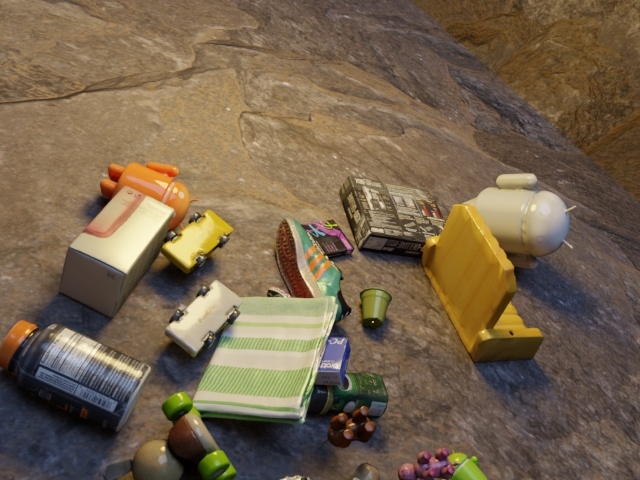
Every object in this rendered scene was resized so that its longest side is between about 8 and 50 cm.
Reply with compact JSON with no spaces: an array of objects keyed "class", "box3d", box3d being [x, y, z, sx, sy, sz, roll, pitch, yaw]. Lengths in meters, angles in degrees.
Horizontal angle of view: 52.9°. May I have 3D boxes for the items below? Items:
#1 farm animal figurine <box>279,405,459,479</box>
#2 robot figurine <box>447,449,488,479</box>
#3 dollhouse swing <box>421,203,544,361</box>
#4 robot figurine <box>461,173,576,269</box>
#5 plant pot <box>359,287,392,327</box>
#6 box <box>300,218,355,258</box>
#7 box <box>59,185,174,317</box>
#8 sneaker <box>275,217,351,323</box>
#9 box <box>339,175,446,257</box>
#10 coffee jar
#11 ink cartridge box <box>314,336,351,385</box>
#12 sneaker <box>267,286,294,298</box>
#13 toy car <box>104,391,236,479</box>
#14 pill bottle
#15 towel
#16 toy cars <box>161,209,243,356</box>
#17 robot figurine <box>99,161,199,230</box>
[{"class":"farm animal figurine","box3d":[0.097,0.495,1.178,0.330,0.172,0.327,41,54,14]},{"class":"robot figurine","box3d":[0.309,0.504,1.369,0.101,0.067,0.115,-29,66,-34]},{"class":"dollhouse swing","box3d":[0.475,0.094,1.726,0.315,0.305,0.347,3,45,-29]},{"class":"robot figurine","box3d":[0.605,-0.060,1.977,0.353,0.300,0.199,10,25,41]},{"class":"plant pot","box3d":[0.135,0.174,1.613,0.083,0.083,0.079,21,52,-12]},{"class":"box","box3d":[0.000,0.000,1.743,0.162,0.029,0.116,-12,55,-39]},{"class":"box","box3d":[-0.427,0.019,1.359,0.126,0.149,0.232,27,39,-4]},{"class":"sneaker","box3d":[-0.019,0.076,1.597,0.121,0.108,0.302,-1,57,-34]},{"class":"box","box3d":[0.229,-0.066,1.920,0.307,0.076,0.242,7,44,-27]},{"class":"coffee jar","box3d":[0.047,0.328,1.381,0.184,0.079,0.096,11,34,-23]},{"class":"ink cartridge box","box3d":[-0.047,0.250,1.350,0.207,0.046,0.097,-1,37,16]},{"class":"sneaker","box3d":[-0.075,0.170,1.486,0.170,0.075,0.063,33,-5,34]},{"class":"toy car","box3d":[-0.269,0.389,1.115,0.188,0.149,0.155,-32,62,-17]},{"class":"pill bottle","box3d":[-0.439,0.231,1.140,0.245,0.130,0.130,26,39,-5]},{"class":"towel","box3d":[-0.110,0.231,1.324,0.247,0.038,0.325,-1,38,17]},{"class":"toy cars","box3d":[-0.273,0.096,1.430,0.176,0.087,0.394,10,47,-27]},{"class":"robot figurine","box3d":[-0.405,-0.105,1.521,0.219,0.128,0.158,24,32,-8]}]
